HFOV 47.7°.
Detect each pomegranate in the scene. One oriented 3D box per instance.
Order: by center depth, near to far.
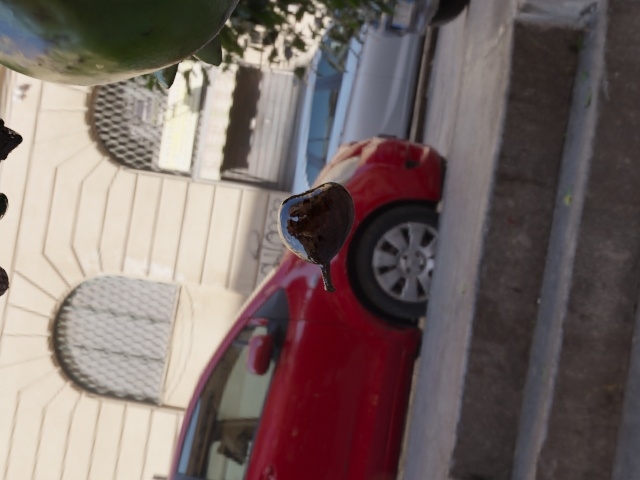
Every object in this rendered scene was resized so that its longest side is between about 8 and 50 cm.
[{"bbox_3d":[-0.167,-0.227,0.550,0.340,0.261,0.260,57,-140,-66],"label":"pomegranate"}]

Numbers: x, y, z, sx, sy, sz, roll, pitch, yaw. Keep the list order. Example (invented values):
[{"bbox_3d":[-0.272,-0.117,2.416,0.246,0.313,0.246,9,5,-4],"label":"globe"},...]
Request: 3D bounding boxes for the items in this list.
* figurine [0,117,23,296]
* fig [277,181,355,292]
[{"bbox_3d":[-0.570,-0.021,1.078,0.370,0.281,0.167,-57,-21,11],"label":"figurine"},{"bbox_3d":[-0.015,-0.021,1.425,0.148,0.149,0.202,102,-179,-74],"label":"fig"}]
